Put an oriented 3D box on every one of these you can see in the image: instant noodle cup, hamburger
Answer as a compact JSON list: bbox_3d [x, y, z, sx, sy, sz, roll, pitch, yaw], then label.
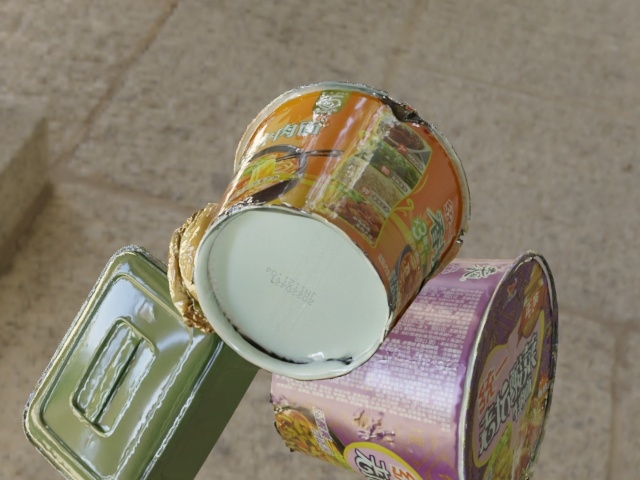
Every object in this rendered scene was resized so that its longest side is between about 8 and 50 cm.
[{"bbox_3d":[0.000,0.000,1.142,0.230,0.230,0.182,19,36,10],"label":"instant noodle cup"},{"bbox_3d":[0.110,0.161,1.551,0.266,0.340,0.340,7,33,25],"label":"instant noodle cup"},{"bbox_3d":[-0.101,0.033,1.432,0.138,0.083,0.147,7,66,-37],"label":"hamburger"}]

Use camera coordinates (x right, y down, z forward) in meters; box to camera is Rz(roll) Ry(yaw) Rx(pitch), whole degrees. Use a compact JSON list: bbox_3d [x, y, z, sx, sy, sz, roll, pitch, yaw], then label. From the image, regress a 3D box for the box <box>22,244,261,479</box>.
[{"bbox_3d":[-0.236,0.201,1.844,0.253,0.328,0.178,36,10,35],"label":"box"}]
